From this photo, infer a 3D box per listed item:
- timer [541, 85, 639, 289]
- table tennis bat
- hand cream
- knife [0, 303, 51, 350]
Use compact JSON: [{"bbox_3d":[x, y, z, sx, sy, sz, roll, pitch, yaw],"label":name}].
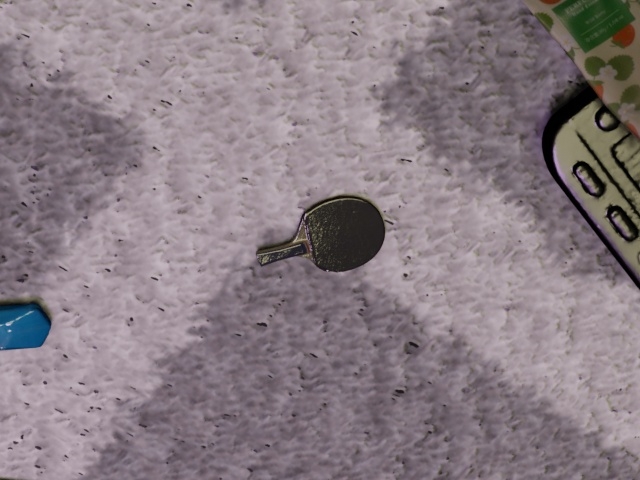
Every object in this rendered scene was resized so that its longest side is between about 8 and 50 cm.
[{"bbox_3d":[0.240,-0.067,0.910,0.187,0.055,0.144,-38,104,5],"label":"timer"},{"bbox_3d":[0.000,0.000,0.937,0.083,0.007,0.050,-17,113,0],"label":"table tennis bat"},{"bbox_3d":[0.177,-0.107,0.863,0.057,0.037,0.165,-35,76,6],"label":"hand cream"},{"bbox_3d":[-0.318,0.067,0.925,0.297,0.026,0.044,-4,115,-7],"label":"knife"}]
